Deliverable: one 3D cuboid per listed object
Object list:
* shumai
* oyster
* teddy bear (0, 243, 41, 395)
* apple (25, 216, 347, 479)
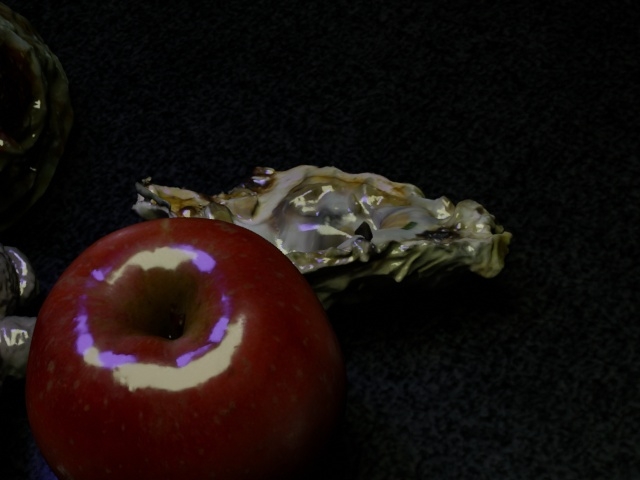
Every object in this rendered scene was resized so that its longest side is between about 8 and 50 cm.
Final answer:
[{"bbox_3d":[-0.400,-0.170,1.707,0.292,0.288,0.330,11,55,24],"label":"shumai"},{"bbox_3d":[-0.001,0.004,1.592,0.354,0.107,0.201,10,23,31],"label":"oyster"},{"bbox_3d":[-0.353,0.085,1.570,0.236,0.151,0.267,10,53,-4],"label":"teddy bear"},{"bbox_3d":[-0.104,0.112,1.430,0.260,0.216,0.260,-7,51,9],"label":"apple"}]
